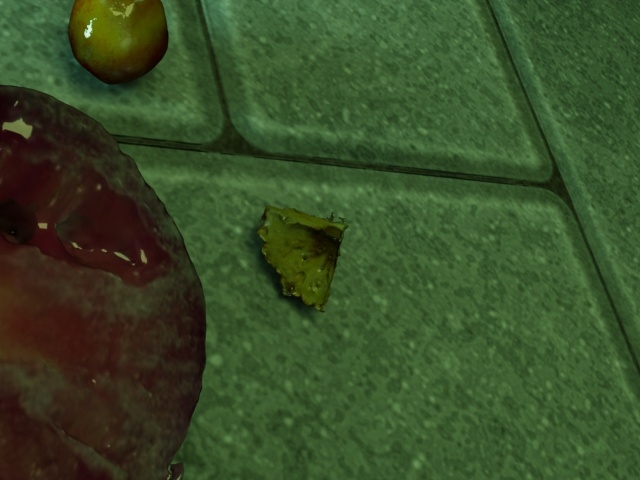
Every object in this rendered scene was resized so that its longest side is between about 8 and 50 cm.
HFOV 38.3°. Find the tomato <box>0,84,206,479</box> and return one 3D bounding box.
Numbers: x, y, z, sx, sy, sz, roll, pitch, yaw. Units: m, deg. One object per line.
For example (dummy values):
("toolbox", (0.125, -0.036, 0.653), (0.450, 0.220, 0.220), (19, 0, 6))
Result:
("tomato", (-0.233, 0.080, 0.613), (0.289, 0.176, 0.335), (39, 47, -37))

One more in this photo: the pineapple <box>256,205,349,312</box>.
("pineapple", (0.000, 0.000, 0.901), (0.114, 0.077, 0.114), (53, 32, 0))

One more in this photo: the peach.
("peach", (-0.195, -0.200, 0.876), (0.100, 0.101, 0.101), (18, 52, -25))
